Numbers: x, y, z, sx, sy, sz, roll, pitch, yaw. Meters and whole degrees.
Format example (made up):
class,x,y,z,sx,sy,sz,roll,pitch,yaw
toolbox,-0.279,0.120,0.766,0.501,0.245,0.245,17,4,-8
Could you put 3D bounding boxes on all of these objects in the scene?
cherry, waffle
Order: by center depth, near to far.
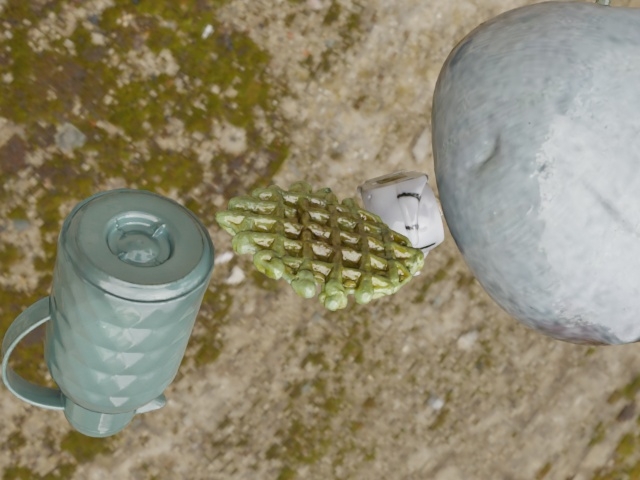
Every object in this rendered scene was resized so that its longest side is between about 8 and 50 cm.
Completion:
class,x,y,z,sx,sy,sz,roll,pitch,yaw
cherry,0.208,-0.063,0.799,0.255,0.218,0.296,18,68,-38
waffle,0.000,0.000,0.977,0.169,0.183,0.036,-22,136,-47

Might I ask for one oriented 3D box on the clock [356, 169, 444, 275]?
class,x,y,z,sx,sy,sz,roll,pitch,yaw
clock,0.096,-0.014,1.173,0.080,0.176,0.117,-17,97,-1

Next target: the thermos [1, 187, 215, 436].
class,x,y,z,sx,sy,sz,roll,pitch,yaw
thermos,-0.218,0.092,1.028,0.182,0.145,0.286,4,136,-21
